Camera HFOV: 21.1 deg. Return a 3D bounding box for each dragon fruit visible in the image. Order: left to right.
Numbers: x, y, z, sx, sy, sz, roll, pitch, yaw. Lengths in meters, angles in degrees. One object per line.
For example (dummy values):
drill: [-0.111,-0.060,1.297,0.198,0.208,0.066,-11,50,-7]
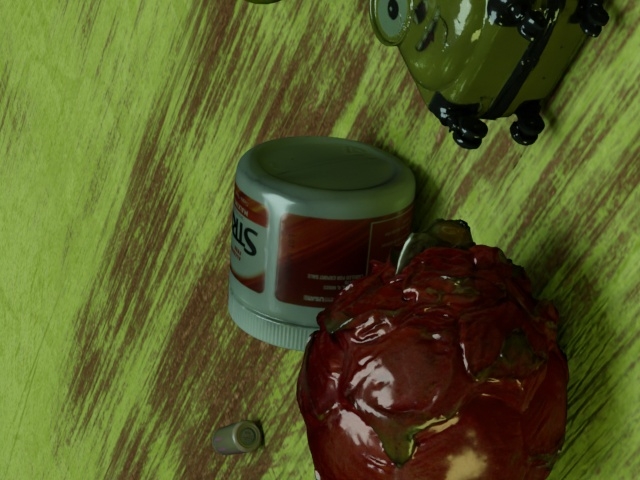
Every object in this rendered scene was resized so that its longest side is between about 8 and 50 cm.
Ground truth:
dragon fruit: [0.109,0.149,1.663,0.277,0.278,0.342,39,133,54]

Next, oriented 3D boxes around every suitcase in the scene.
suitcase: [0.148,-0.230,1.630,0.234,0.143,0.194,66,149,31]

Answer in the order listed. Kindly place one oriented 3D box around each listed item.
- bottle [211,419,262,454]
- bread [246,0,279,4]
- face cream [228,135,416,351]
bottle: [-0.117,0.276,2.384,0.096,0.045,0.045,154,107,-65]
bread: [-0.003,-0.405,1.812,0.376,0.208,0.251,-21,85,63]
face cream: [0.000,0.000,1.913,0.201,0.201,0.187,40,131,53]
